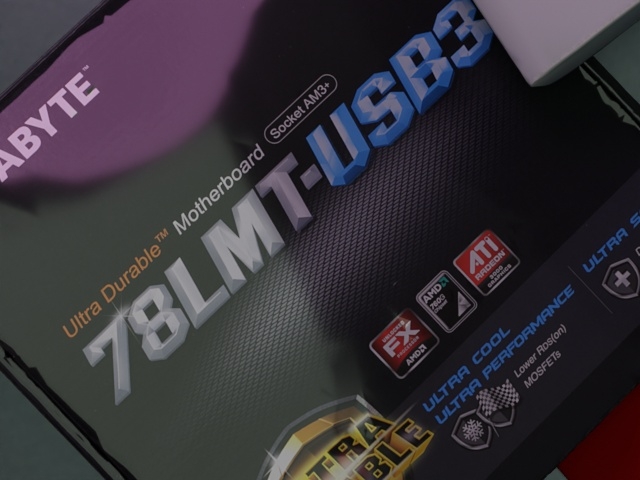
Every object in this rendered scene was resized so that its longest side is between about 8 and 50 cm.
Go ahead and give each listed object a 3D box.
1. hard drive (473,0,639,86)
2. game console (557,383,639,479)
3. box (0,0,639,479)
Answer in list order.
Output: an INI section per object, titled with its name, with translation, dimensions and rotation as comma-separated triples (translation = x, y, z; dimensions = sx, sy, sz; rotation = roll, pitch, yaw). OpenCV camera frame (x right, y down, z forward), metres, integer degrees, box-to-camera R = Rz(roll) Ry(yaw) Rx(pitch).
[hard drive]
translation = 0.088, -0.256, 0.850
dimensions = 0.210, 0.040, 0.319
rotation = -37, 79, 26
[game console]
translation = 0.209, 0.104, 0.958
dimensions = 0.144, 0.085, 0.124
rotation = 47, 61, 0
[box]
translation = 0.000, 0.000, 0.912
dimensions = 0.295, 0.073, 0.293
rotation = -43, 90, -9
